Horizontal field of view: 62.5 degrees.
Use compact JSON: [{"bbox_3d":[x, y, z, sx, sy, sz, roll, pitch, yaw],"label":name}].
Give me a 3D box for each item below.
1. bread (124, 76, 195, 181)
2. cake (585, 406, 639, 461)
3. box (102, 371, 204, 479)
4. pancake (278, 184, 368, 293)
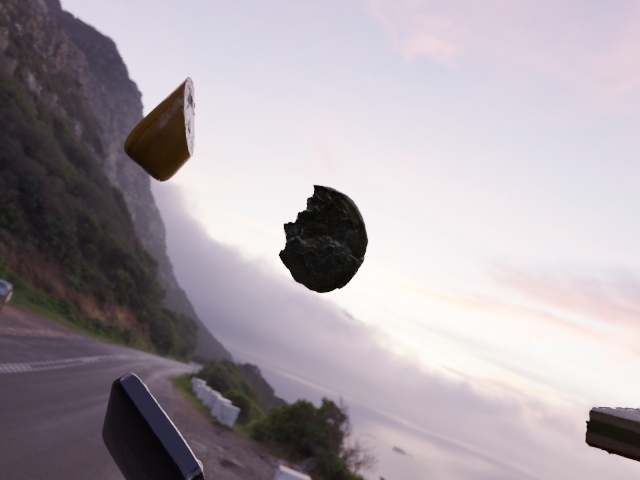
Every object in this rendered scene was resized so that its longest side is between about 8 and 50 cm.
[{"bbox_3d":[-0.151,-0.112,0.541,0.062,0.103,0.049,46,2,11],"label":"bread"},{"bbox_3d":[0.605,0.340,0.943,0.220,0.086,0.117,6,16,36],"label":"cake"},{"bbox_3d":[-0.370,0.458,1.130,0.289,0.073,0.290,45,-48,21],"label":"box"},{"bbox_3d":[0.003,0.004,0.634,0.116,0.129,0.023,49,28,18],"label":"pancake"}]
